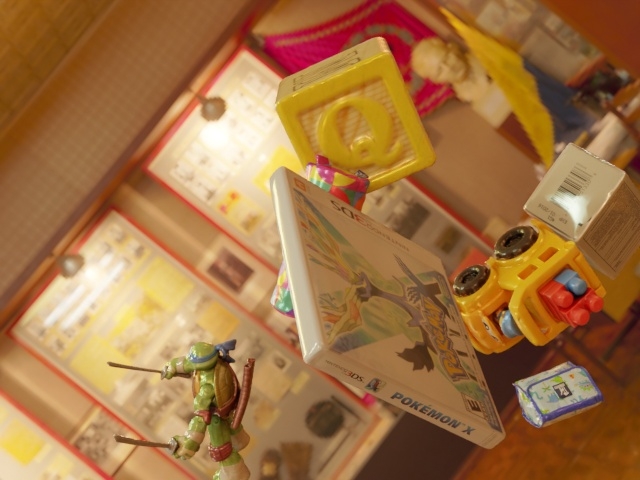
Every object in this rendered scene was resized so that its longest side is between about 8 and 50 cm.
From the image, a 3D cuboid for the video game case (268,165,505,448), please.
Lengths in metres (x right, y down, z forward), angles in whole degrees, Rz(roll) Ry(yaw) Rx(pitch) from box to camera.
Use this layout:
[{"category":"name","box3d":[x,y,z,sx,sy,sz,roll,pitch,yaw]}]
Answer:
[{"category":"video game case","box3d":[0.077,0.077,1.282,0.036,0.300,0.329,-45,35,25]}]

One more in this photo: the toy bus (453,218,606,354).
[{"category":"toy bus","box3d":[0.337,0.096,1.628,0.220,0.149,0.211,-39,23,-5]}]

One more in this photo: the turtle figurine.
[{"category":"turtle figurine","box3d":[-0.232,0.303,1.785,0.274,0.266,0.197,-35,35,-22]}]

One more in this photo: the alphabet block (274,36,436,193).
[{"category":"alphabet block","box3d":[0.053,-0.187,1.613,0.193,0.192,0.197,-25,16,8]}]

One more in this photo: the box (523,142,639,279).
[{"category":"box","box3d":[0.488,-0.050,1.856,0.149,0.127,0.232,-55,-36,2]}]

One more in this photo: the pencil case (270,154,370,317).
[{"category":"pencil case","box3d":[0.000,0.000,1.504,0.104,0.104,0.237,-53,-21,-84]}]

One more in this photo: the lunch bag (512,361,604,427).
[{"category":"lunch bag","box3d":[0.456,0.300,1.980,0.128,0.096,0.151,-21,11,-4]}]
